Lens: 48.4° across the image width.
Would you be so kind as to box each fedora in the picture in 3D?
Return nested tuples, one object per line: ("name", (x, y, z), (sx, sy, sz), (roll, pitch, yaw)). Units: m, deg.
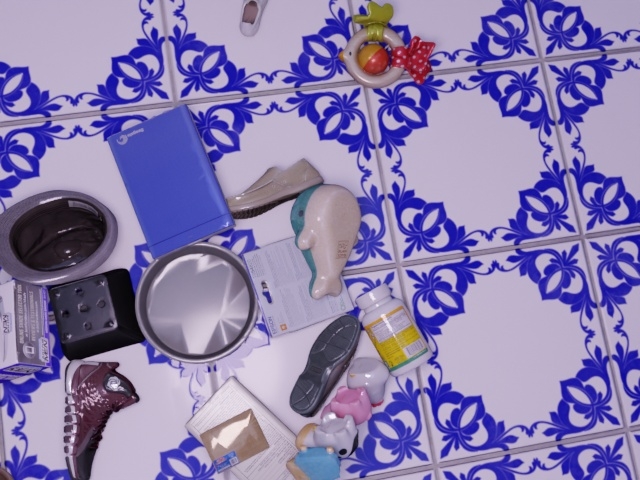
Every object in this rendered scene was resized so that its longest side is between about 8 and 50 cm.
("fedora", (-0.612, 0.011, 1.664), (0.275, 0.124, 0.243), (-32, 72, -26))

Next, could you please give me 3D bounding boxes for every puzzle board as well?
("puzzle board", (-0.191, 0.446, 1.587), (0.128, 0.011, 0.096), (-26, 84, -8))

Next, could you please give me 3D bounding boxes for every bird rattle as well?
("bird rattle", (0.166, -0.491, 1.877), (0.207, 0.143, 0.253), (-44, 99, 0))

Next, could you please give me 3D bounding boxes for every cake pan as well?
("cake pan", (-0.295, 0.150, 1.722), (0.293, 0.054, 0.293), (1, 80, -5))

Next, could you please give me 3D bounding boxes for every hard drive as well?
("hard drive", (-0.358, -0.140, 1.704), (0.210, 0.040, 0.318), (-23, 82, 2))

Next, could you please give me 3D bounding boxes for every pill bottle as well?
("pill bottle", (0.172, 0.213, 1.724), (0.118, 0.117, 0.208), (-29, 84, -10))

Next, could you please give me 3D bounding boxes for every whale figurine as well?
("whale figurine", (0.000, 0.000, 1.700), (0.141, 0.216, 0.272), (8, 99, 38))

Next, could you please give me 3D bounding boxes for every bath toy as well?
("bath toy", (0.053, 0.410, 1.620), (0.151, 0.348, 0.129), (0, 119, 31))

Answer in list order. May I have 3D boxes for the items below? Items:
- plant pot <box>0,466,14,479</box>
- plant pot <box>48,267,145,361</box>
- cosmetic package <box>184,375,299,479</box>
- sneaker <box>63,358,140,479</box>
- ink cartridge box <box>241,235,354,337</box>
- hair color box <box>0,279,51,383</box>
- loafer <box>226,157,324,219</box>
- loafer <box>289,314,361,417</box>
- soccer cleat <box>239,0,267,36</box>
("plant pot", (-0.798, 0.622, 1.510), (0.263, 0.263, 0.229), (8, 97, -4))
("plant pot", (-0.526, 0.164, 1.640), (0.188, 0.167, 0.187), (-15, 82, -9))
("cosmetic package", (-0.147, 0.473, 1.648), (0.309, 0.113, 0.160), (44, 79, 3))
("sneaker", (-0.496, 0.409, 1.631), (0.163, 0.106, 0.281), (-3, 79, -9))
("ink cartridge box", (-0.058, 0.104, 1.748), (0.224, 0.045, 0.223), (-17, 82, -16))
("hair color box", (-0.758, 0.227, 1.555), (0.339, 0.110, 0.185), (-19, 68, 19))
("loafer", (-0.126, -0.130, 1.773), (0.269, 0.102, 0.092), (-21, 81, -18))
("loafer", (0.017, 0.304, 1.724), (0.096, 0.084, 0.267), (24, 72, 31))
("soccer cleat", (-0.171, -0.630, 1.867), (0.068, 0.076, 0.196), (11, 78, -4))
